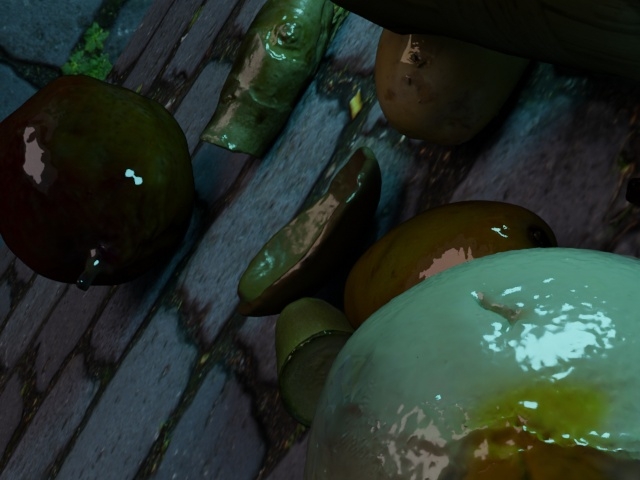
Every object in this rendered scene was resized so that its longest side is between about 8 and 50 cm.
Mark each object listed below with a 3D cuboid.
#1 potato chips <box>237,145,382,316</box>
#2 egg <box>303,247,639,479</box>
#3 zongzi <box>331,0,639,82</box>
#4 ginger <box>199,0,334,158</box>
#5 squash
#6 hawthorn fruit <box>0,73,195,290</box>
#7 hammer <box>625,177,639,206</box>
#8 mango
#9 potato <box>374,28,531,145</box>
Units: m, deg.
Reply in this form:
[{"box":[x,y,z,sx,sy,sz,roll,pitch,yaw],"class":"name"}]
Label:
[{"box":[0.000,0.001,1.329,0.208,0.062,0.195,-55,11,-31],"class":"potato chips"},{"box":[0.093,0.126,0.784,0.337,0.201,0.337,-46,23,26],"class":"egg"},{"box":[0.209,-0.353,1.056,0.500,0.218,0.467,22,67,45],"class":"zongzi"},{"box":[-0.064,-0.228,1.731,0.116,0.109,0.263,25,84,42],"class":"ginger"},{"box":[-0.008,0.100,1.219,0.094,0.094,0.224,-58,14,4],"class":"squash"},{"box":[-0.324,-0.082,1.874,0.324,0.308,0.308,17,77,59],"class":"hawthorn fruit"},{"box":[0.242,-0.016,0.881,0.065,0.021,0.178,-58,20,5],"class":"hammer"},{"box":[0.087,0.040,1.024,0.253,0.113,0.138,-16,45,63],"class":"mango"},{"box":[0.135,-0.197,1.220,0.150,0.146,0.234,14,71,35],"class":"potato"}]
